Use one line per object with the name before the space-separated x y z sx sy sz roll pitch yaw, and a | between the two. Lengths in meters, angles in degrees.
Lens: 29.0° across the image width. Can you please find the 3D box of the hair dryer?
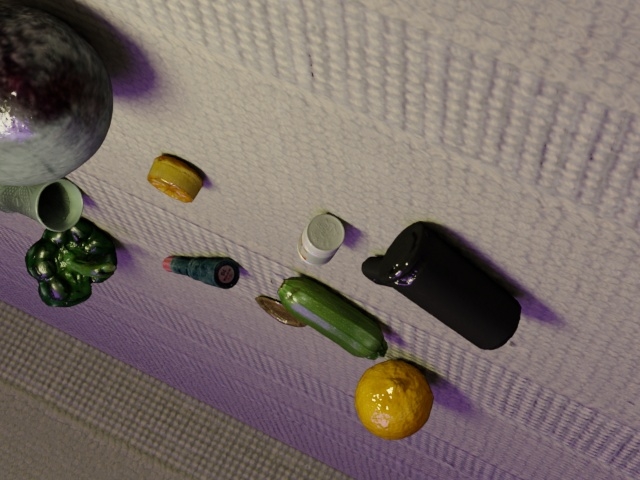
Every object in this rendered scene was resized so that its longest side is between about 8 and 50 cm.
hair dryer | 0.134 0.051 1.669 0.197 0.089 0.251 35 171 -25

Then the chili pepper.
chili pepper | -0.486 0.037 2.434 0.165 0.174 0.261 59 157 -10

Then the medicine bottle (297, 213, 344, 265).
medicine bottle | 0.000 0.000 1.735 0.057 0.057 0.089 29 164 -1

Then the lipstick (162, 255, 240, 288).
lipstick | -0.228 0.055 2.254 0.053 0.053 0.234 38 162 -29

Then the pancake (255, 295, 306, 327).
pancake | -0.074 0.133 2.307 0.115 0.011 0.115 27 161 10

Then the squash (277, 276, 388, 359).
squash | 0.025 0.130 2.047 0.219 0.068 0.077 36 146 -20

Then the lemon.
lemon | 0.131 0.285 2.203 0.142 0.142 0.187 23 163 18

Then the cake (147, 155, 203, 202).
cake | -0.215 -0.092 1.832 0.084 0.044 0.084 26 164 8

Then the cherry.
cherry | -0.391 -0.182 1.560 0.296 0.218 0.255 6 146 40

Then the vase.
vase | -0.535 -0.077 2.301 0.219 0.096 0.096 12 156 50
